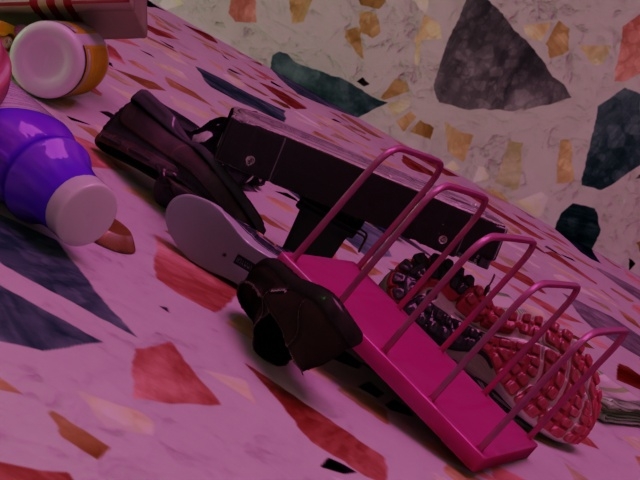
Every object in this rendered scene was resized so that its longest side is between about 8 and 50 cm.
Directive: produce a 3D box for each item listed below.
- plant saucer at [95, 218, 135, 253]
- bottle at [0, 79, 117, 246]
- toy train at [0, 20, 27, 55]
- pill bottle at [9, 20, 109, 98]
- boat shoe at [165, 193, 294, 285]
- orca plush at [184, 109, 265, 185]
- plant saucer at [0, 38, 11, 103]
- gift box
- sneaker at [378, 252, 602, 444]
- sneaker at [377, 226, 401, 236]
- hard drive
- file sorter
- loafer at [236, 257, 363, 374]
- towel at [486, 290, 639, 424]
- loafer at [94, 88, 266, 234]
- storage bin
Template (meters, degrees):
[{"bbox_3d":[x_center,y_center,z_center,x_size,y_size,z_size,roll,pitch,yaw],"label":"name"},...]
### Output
[{"bbox_3d":[-0.222,-0.014,1.530,0.083,0.015,0.083,29,10,-6],"label":"plant saucer"},{"bbox_3d":[-0.300,-0.090,1.465,0.118,0.092,0.283,10,22,-49],"label":"bottle"},{"bbox_3d":[-0.463,-0.278,2.064,0.166,0.046,0.125,14,-7,-27],"label":"toy train"},{"bbox_3d":[-0.347,-0.248,2.053,0.103,0.103,0.184,30,10,3],"label":"pill bottle"},{"bbox_3d":[-0.086,0.014,1.649,0.183,0.065,0.083,37,9,6],"label":"boat shoe"},{"bbox_3d":[-0.135,-0.150,2.163,0.151,0.102,0.287,31,11,6],"label":"orca plush"},{"bbox_3d":[-0.447,-0.205,1.389,0.332,0.084,0.332,14,24,-6],"label":"plant saucer"},{"bbox_3d":[-0.376,-0.431,2.112,0.255,0.276,0.258,-7,-5,-1],"label":"gift box"},{"bbox_3d":[0.196,0.126,1.744,0.299,0.121,0.112,38,-27,-2],"label":"sneaker"},{"bbox_3d":[0.083,-0.078,2.472,0.188,0.078,0.067,34,11,25],"label":"sneaker"},{"bbox_3d":[0.041,-0.068,1.783,0.339,0.064,0.237,23,6,-5],"label":"hard drive"},{"bbox_3d":[0.141,0.061,1.534,0.291,0.182,0.202,45,14,19],"label":"file sorter"},{"bbox_3d":[-0.040,0.073,1.433,0.080,0.078,0.220,56,-14,-16],"label":"loafer"},{"bbox_3d":[0.324,0.157,2.127,0.325,0.038,0.248,36,11,32],"label":"towel"},{"bbox_3d":[-0.172,-0.072,1.806,0.302,0.095,0.109,46,-12,43],"label":"loafer"},{"bbox_3d":[0.000,0.000,1.850,0.098,0.091,0.135,30,11,1],"label":"storage bin"}]
